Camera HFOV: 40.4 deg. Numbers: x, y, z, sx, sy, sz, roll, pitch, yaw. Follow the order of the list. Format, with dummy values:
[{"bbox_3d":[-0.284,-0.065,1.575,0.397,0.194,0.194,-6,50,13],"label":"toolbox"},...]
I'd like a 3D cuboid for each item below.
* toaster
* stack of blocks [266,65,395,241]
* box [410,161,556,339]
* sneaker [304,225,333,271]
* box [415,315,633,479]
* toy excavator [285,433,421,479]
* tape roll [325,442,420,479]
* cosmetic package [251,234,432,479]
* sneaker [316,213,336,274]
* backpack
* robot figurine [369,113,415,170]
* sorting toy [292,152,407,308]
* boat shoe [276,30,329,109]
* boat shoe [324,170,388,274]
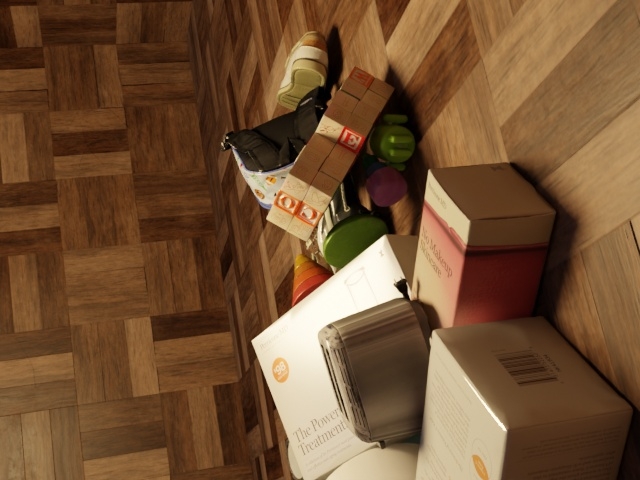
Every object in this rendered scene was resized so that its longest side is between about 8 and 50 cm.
[{"bbox_3d":[0.088,0.180,1.244,0.129,0.146,0.227,-166,60,-79],"label":"toaster"},{"bbox_3d":[0.021,-0.160,1.571,0.297,0.087,0.171,-60,-1,-43],"label":"stack of blocks"},{"bbox_3d":[0.217,0.029,1.203,0.149,0.126,0.232,-118,26,-54],"label":"box"},{"bbox_3d":[0.000,0.000,2.081,0.066,0.071,0.189,-121,28,-57],"label":"sneaker"},{"bbox_3d":[0.244,0.305,1.131,0.215,0.168,0.346,-123,31,-58],"label":"box"},{"bbox_3d":[0.100,0.325,1.637,0.445,0.222,0.433,120,141,-49],"label":"toy excavator"},{"bbox_3d":[0.120,0.475,1.427,0.100,0.286,0.286,-122,30,-58],"label":"tape roll"},{"bbox_3d":[0.068,0.207,1.472,0.377,0.097,0.285,-41,60,35],"label":"cosmetic package"},{"bbox_3d":[0.068,0.051,1.843,0.108,0.100,0.272,-19,82,63],"label":"sneaker"},{"bbox_3d":[-0.056,-0.169,1.873,0.213,0.276,0.263,61,-176,-23],"label":"backpack"},{"bbox_3d":[0.128,-0.175,1.561,0.115,0.067,0.101,-145,53,-70],"label":"robot figurine"},{"bbox_3d":[0.034,-0.015,1.619,0.366,0.127,0.126,-60,41,33],"label":"sorting toy"},{"bbox_3d":[-0.030,-0.384,2.013,0.302,0.113,0.103,143,140,-74],"label":"boat shoe"},{"bbox_3d":[0.082,-0.009,1.718,0.127,0.113,0.340,3,-101,-69],"label":"boat shoe"}]
